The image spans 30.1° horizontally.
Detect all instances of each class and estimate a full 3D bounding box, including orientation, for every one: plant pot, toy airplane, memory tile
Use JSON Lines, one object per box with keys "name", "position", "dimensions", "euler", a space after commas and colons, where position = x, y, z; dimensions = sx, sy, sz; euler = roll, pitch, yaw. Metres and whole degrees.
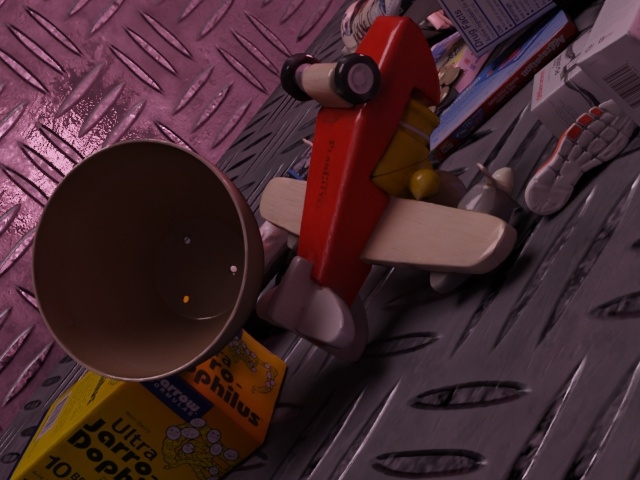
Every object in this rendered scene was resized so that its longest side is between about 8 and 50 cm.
{"name": "plant pot", "position": [-0.183, 0.031, 1.469], "dimensions": [0.284, 0.284, 0.191], "euler": [-46, -18, 10]}
{"name": "toy airplane", "position": [0.072, -0.033, 1.485], "dimensions": [0.384, 0.272, 0.386], "euler": [-51, 46, 38]}
{"name": "memory tile", "position": [0.176, -0.223, 1.946], "dimensions": [0.148, 0.012, 0.113], "euler": [-56, 17, 1]}

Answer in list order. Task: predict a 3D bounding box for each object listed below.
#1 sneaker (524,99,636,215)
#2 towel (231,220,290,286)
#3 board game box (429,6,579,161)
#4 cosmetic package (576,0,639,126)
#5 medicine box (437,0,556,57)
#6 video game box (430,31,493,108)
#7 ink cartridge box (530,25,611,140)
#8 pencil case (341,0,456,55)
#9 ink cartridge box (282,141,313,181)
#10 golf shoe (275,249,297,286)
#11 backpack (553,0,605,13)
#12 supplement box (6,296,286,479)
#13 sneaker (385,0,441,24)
{"name": "sneaker", "position": [0.284, -0.099, 1.334], "dimensions": [0.158, 0.061, 0.065], "euler": [-45, 8, 10]}
{"name": "towel", "position": [-0.142, 0.086, 1.925], "dimensions": [0.332, 0.053, 0.317], "euler": [-51, -3, 5]}
{"name": "board game box", "position": [0.274, -0.245, 1.822], "dimensions": [0.281, 0.027, 0.145], "euler": [-43, 15, 20]}
{"name": "cosmetic package", "position": [0.378, -0.242, 1.313], "dimensions": [0.085, 0.117, 0.231], "euler": [-30, 24, 51]}
{"name": "medicine box", "position": [0.286, -0.476, 1.817], "dimensions": [0.289, 0.263, 0.149], "euler": [-32, 12, 21]}
{"name": "video game box", "position": [0.222, -0.300, 2.094], "dimensions": [0.187, 0.048, 0.205], "euler": [-58, 17, -25]}
{"name": "ink cartridge box", "position": [0.333, -0.205, 1.457], "dimensions": [0.150, 0.063, 0.109], "euler": [-40, 16, 30]}
{"name": "pencil case", "position": [0.183, -0.463, 2.421], "dimensions": [0.183, 0.160, 0.410], "euler": [-38, 10, -21]}
{"name": "ink cartridge box", "position": [-0.016, -0.100, 2.244], "dimensions": [0.165, 0.065, 0.333], "euler": [-48, 15, 0]}
{"name": "golf shoe", "position": [0.000, 0.000, 1.891], "dimensions": [0.198, 0.077, 0.094], "euler": [-44, 14, 11]}
{"name": "backpack", "position": [0.400, -0.448, 1.438], "dimensions": [0.355, 0.290, 0.273], "euler": [-39, 52, 10]}
{"name": "supplement box", "position": [-0.247, 0.263, 1.673], "dimensions": [0.356, 0.194, 0.195], "euler": [-42, 16, 26]}
{"name": "sneaker", "position": [0.274, -0.442, 2.000], "dimensions": [0.366, 0.210, 0.137], "euler": [-48, 12, 31]}
